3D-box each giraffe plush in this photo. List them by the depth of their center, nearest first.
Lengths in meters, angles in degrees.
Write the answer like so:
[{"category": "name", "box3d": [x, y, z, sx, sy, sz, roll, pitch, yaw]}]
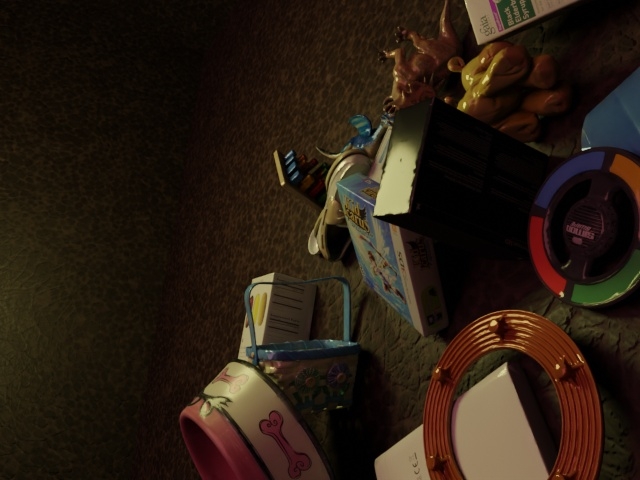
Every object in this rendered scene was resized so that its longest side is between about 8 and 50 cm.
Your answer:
[{"category": "giraffe plush", "box3d": [0.310, -0.272, 1.050, 0.210, 0.181, 0.171, -29, 36, 31]}]

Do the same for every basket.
[{"category": "basket", "box3d": [-0.034, 0.226, 1.302, 0.201, 0.254, 0.289, -18, 77, 59]}]

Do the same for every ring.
[{"category": "ring", "box3d": [0.253, 0.264, 0.870, 0.336, 0.032, 0.337, -41, 39, 46]}]

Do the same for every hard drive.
[{"category": "hard drive", "box3d": [0.221, 0.383, 0.944, 0.353, 0.047, 0.233, -51, 34, 36]}]

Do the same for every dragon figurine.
[{"category": "dragon figurine", "box3d": [0.110, -0.253, 1.481, 0.289, 0.085, 0.144, 19, 89, 58]}]

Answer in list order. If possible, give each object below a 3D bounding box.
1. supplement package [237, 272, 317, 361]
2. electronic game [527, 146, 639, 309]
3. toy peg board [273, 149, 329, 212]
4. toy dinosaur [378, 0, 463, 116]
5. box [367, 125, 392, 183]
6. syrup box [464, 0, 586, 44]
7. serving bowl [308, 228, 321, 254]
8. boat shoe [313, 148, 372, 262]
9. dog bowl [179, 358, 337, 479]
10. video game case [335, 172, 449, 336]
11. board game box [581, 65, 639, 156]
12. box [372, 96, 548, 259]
[{"category": "supplement package", "box3d": [-0.114, 0.223, 1.564, 0.139, 0.133, 0.244, -21, 56, 56]}, {"category": "electronic game", "box3d": [0.382, -0.018, 0.847, 0.229, 0.048, 0.229, -21, 66, 60]}, {"category": "toy peg board", "box3d": [-0.035, -0.181, 1.649, 0.079, 0.160, 0.161, -41, 38, 21]}, {"category": "toy dinosaur", "box3d": [0.234, -0.365, 1.290, 0.296, 0.127, 0.200, -52, 45, 0]}, {"category": "box", "box3d": [0.207, -0.121, 1.223, 0.169, 0.087, 0.290, -66, 28, 12]}, {"category": "syrup box", "box3d": [0.369, -0.416, 0.998, 0.236, 0.096, 0.093, -13, 100, 43]}, {"category": "serving bowl", "box3d": [0.000, 0.000, 1.601, 0.083, 0.027, 0.083, -40, 41, 46]}, {"category": "boat shoe", "box3d": [0.062, -0.073, 1.417, 0.302, 0.113, 0.103, 105, 157, -45]}, {"category": "dog bowl", "box3d": [-0.134, 0.453, 1.207, 0.408, 0.150, 0.408, 37, 142, 36]}, {"category": "video game case", "box3d": [0.133, 0.018, 1.155, 0.269, 0.061, 0.244, 41, 151, 61]}, {"category": "board game box", "box3d": [0.450, -0.161, 0.848, 0.169, 0.033, 0.133, -50, 39, 43]}, {"category": "box", "box3d": [0.230, -0.088, 0.968, 0.103, 0.261, 0.184, -7, 67, 59]}]
